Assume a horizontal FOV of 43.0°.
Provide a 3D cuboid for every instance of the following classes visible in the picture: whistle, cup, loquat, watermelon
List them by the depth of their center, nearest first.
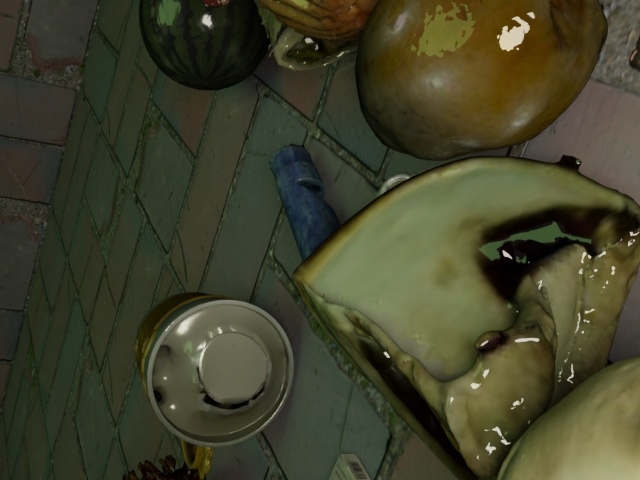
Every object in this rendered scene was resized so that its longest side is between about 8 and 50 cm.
[{"bbox_3d":[0.124,-0.157,0.675,0.227,0.179,0.179,-18,66,56],"label":"loquat"},{"bbox_3d":[0.000,0.000,0.964,0.062,0.062,0.304,-59,35,33],"label":"whistle"},{"bbox_3d":[-0.160,0.183,1.081,0.226,0.185,0.241,-166,83,-67],"label":"cup"},{"bbox_3d":[-0.171,-0.337,1.229,0.212,0.212,0.212,-27,59,56],"label":"watermelon"}]

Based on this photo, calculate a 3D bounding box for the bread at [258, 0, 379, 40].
[{"bbox_3d":[0.052,-0.286,0.744,0.274,0.274,0.149,-55,45,38],"label":"bread"}]

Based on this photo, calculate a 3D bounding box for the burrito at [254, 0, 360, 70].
[{"bbox_3d":[-0.001,-0.359,0.997,0.190,0.135,0.332,-55,36,33],"label":"burrito"}]

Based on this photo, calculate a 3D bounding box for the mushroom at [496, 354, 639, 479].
[{"bbox_3d":[0.193,0.226,0.360,0.315,0.315,0.356,-57,2,36],"label":"mushroom"}]

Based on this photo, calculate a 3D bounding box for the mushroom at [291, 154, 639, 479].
[{"bbox_3d":[0.140,0.060,0.641,0.217,0.212,0.292,-36,15,-9],"label":"mushroom"}]

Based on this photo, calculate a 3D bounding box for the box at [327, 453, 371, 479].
[{"bbox_3d":[0.025,0.278,0.871,0.054,0.024,0.083,50,124,52],"label":"box"}]

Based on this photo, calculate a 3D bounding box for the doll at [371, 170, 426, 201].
[{"bbox_3d":[0.089,-0.035,0.810,0.127,0.073,0.084,-53,7,44],"label":"doll"}]

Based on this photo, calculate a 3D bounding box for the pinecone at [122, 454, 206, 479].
[{"bbox_3d":[-0.221,0.398,1.089,0.221,0.221,0.222,-27,59,56],"label":"pinecone"}]
